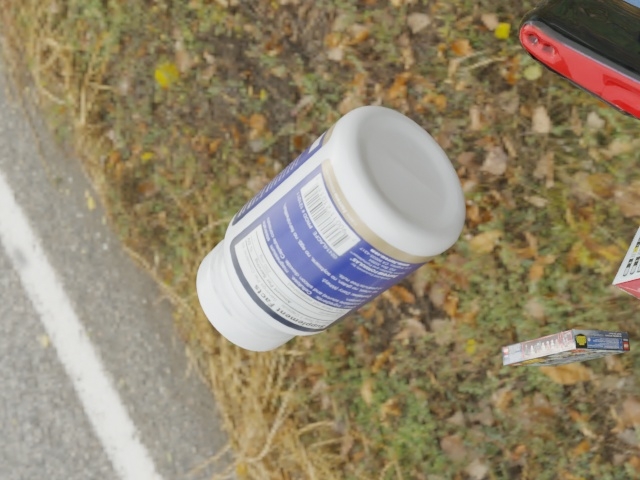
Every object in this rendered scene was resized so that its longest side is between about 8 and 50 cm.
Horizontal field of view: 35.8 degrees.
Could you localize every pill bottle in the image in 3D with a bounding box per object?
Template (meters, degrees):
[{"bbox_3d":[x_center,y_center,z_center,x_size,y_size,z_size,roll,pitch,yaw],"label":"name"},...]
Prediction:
[{"bbox_3d":[0.000,0.000,0.963,0.264,0.153,0.153,-37,65,40],"label":"pill bottle"}]

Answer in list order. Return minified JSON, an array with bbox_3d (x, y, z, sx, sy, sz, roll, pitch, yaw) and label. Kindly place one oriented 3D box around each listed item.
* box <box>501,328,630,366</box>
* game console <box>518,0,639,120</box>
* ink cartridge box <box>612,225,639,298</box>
[{"bbox_3d":[0.312,0.139,1.270,0.137,0.093,0.027,-28,61,57],"label":"box"},{"bbox_3d":[0.365,-0.152,0.789,0.342,0.386,0.060,34,131,10],"label":"game console"},{"bbox_3d":[0.575,0.022,1.465,0.272,0.130,0.309,-61,3,-12],"label":"ink cartridge box"}]
